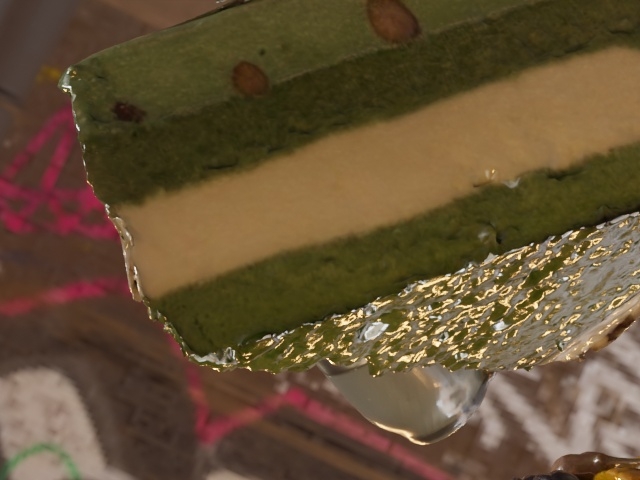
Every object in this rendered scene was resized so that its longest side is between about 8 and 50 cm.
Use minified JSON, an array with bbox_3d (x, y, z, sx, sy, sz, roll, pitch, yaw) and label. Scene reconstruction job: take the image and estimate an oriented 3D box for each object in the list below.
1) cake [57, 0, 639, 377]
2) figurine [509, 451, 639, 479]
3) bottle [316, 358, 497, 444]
[{"bbox_3d":[0.025,-0.013,0.763,0.158,0.283,0.172,61,153,21],"label":"cake"},{"bbox_3d":[0.324,0.229,1.439,0.204,0.332,0.185,68,163,2],"label":"figurine"},{"bbox_3d":[0.000,0.000,0.974,0.254,0.096,0.079,50,-173,-16],"label":"bottle"}]
